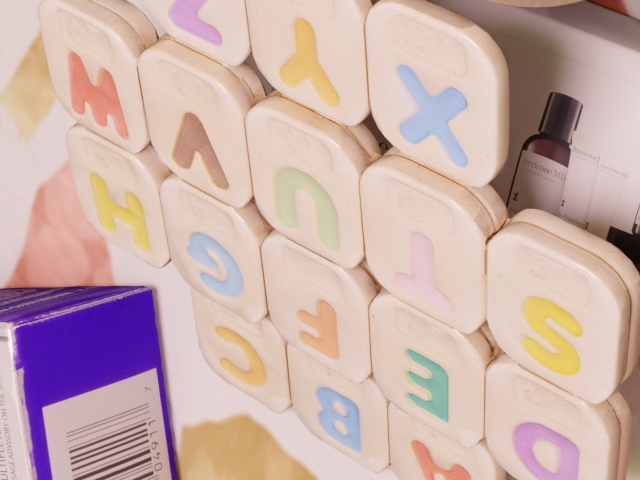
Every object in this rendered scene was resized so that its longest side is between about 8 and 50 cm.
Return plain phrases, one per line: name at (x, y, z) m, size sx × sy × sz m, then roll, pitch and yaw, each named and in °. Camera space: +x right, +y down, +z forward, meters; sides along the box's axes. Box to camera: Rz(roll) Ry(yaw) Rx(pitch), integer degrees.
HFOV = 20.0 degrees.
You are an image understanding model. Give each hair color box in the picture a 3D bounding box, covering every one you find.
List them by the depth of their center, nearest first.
hair color box at (-0.234, 0.123, 0.944) m, size 0.339 × 0.110 × 0.185 m, roll -2°, pitch 98°, yaw 37°

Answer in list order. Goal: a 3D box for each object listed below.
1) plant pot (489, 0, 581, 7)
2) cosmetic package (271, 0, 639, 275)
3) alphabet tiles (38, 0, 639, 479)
plant pot at (-0.005, -0.215, 0.666) m, size 0.254 × 0.237 × 0.237 m, roll 15°, pitch 107°, yaw 46°
cosmetic package at (0.092, -0.043, 0.711) m, size 0.239 × 0.060 × 0.099 m, roll 25°, pitch 111°, yaw 29°
alphabet tiles at (0.000, 0.000, 0.723) m, size 0.284 × 0.021 × 0.278 m, roll 28°, pitch 145°, yaw 28°
